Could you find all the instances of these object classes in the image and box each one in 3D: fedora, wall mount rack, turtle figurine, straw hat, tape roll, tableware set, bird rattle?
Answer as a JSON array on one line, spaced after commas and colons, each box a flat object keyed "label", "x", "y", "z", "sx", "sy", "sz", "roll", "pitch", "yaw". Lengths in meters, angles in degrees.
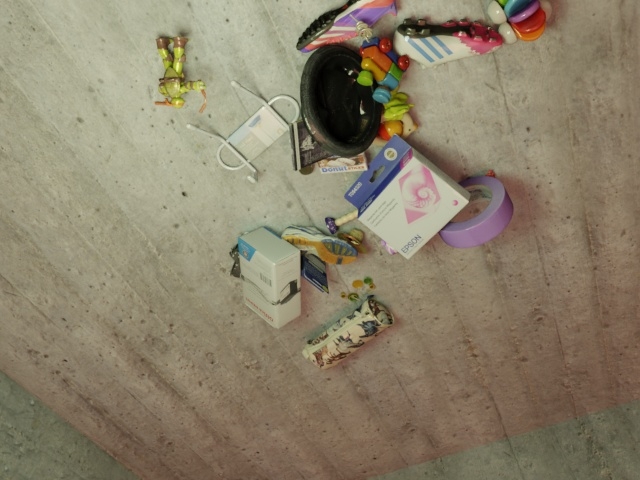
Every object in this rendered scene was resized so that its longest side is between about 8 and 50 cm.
[{"label": "fedora", "x": 0.034, "y": -0.414, "z": 1.561, "sx": 0.334, "sy": 0.334, "sz": 0.152, "roll": 38, "pitch": 157, "yaw": -27}, {"label": "wall mount rack", "x": -0.243, "y": -0.359, "z": 1.655, "sx": 0.350, "sy": 0.130, "sz": 0.304, "roll": -37, "pitch": 120, "yaw": 20}, {"label": "turtle figurine", "x": -0.447, "y": -0.492, "z": 1.530, "sx": 0.087, "sy": 0.269, "sz": 0.217, "roll": -18, "pitch": 112, "yaw": -44}, {"label": "straw hat", "x": 0.136, "y": -0.012, "z": 1.973, "sx": 0.144, "sy": 0.144, "sz": 0.061, "roll": 41, "pitch": 72, "yaw": -28}, {"label": "tape roll", "x": 0.535, "y": -0.103, "z": 1.809, "sx": 0.275, "sy": 0.275, "sz": 0.090, "roll": -30, "pitch": 121, "yaw": 16}, {"label": "tableware set", "x": 0.160, "y": 0.213, "z": 2.163, "sx": 0.154, "sy": 0.024, "sz": 0.104, "roll": -24, "pitch": 124, "yaw": 13}, {"label": "bird rattle", "x": 0.210, "y": -0.376, "z": 1.686, "sx": 0.253, "sy": 0.143, "sz": 0.207, "roll": -38, "pitch": 136, "yaw": 24}]

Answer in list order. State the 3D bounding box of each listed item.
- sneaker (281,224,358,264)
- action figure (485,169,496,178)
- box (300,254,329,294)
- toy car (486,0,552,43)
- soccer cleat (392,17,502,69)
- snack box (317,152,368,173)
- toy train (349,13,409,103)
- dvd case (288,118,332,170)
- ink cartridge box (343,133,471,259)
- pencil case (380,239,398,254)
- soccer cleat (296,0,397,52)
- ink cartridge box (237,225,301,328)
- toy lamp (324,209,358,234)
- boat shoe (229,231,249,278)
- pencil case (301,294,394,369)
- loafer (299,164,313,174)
[{"label": "sneaker", "x": 0.000, "y": 0.000, "z": 1.927, "sx": 0.296, "sy": 0.131, "sz": 0.112, "roll": 15, "pitch": 124, "yaw": -6}, {"label": "action figure", "x": 0.635, "y": -0.214, "z": 1.890, "sx": 0.038, "sy": 0.030, "sz": 0.115, "roll": -13, "pitch": 124, "yaw": 11}, {"label": "box", "x": -0.030, "y": 0.108, "z": 1.948, "sx": 0.036, "sy": 0.225, "sz": 0.136, "roll": -39, "pitch": 119, "yaw": 20}, {"label": "toy car", "x": 0.595, "y": -0.668, "z": 1.492, "sx": 0.159, "sy": 0.136, "sz": 0.182, "roll": -33, "pitch": 121, "yaw": 19}, {"label": "soccer cleat", "x": 0.381, "y": -0.593, "z": 1.560, "sx": 0.331, "sy": 0.116, "sz": 0.143, "roll": 3, "pitch": 141, "yaw": -4}, {"label": "snack box", "x": 0.076, "y": -0.269, "z": 1.767, "sx": 0.178, "sy": 0.022, "sz": 0.064, "roll": -1, "pitch": 131, "yaw": 28}, {"label": "toy train", "x": 0.142, "y": -0.521, "z": 1.484, "sx": 0.248, "sy": 0.105, "sz": 0.143, "roll": 27, "pitch": 78, "yaw": -38}, {"label": "dvd case", "x": -0.007, "y": -0.340, "z": 1.681, "sx": 0.221, "sy": 0.018, "sz": 0.164, "roll": -28, "pitch": 132, "yaw": -29}, {"label": "ink cartridge box", "x": 0.280, "y": -0.140, "z": 1.744, "sx": 0.330, "sy": 0.071, "sz": 0.324, "roll": 37, "pitch": 127, "yaw": -3}, {"label": "pencil case", "x": 0.343, "y": -0.016, "z": 1.971, "sx": 0.206, "sy": 0.086, "sz": 0.088, "roll": -28, "pitch": 157, "yaw": 14}, {"label": "soccer cleat", "x": 0.077, "y": -0.633, "z": 1.501, "sx": 0.318, "sy": 0.108, "sz": 0.116, "roll": -30, "pitch": 126, "yaw": 14}, {"label": "ink cartridge box", "x": -0.188, "y": 0.138, "z": 1.900, "sx": 0.129, "sy": 0.223, "sz": 0.307, "roll": -27, "pitch": 133, "yaw": -35}, {"label": "toy lamp", "x": 0.154, "y": -0.108, "z": 1.901, "sx": 0.274, "sy": 0.080, "sz": 0.080, "roll": -24, "pitch": 124, "yaw": 16}, {"label": "boat shoe", "x": -0.320, "y": 0.058, "z": 1.988, "sx": 0.076, "sy": 0.080, "sz": 0.228, "roll": 5, "pitch": 133, "yaw": -10}, {"label": "pencil case", "x": 0.114, "y": 0.408, "z": 2.214, "sx": 0.410, "sy": 0.160, "sz": 0.183, "roll": -39, "pitch": 136, "yaw": 22}, {"label": "loafer", "x": -0.058, "y": -0.289, "z": 1.771, "sx": 0.056, "sy": 0.050, "sz": 0.148, "roll": -7, "pitch": 142, "yaw": 5}]
